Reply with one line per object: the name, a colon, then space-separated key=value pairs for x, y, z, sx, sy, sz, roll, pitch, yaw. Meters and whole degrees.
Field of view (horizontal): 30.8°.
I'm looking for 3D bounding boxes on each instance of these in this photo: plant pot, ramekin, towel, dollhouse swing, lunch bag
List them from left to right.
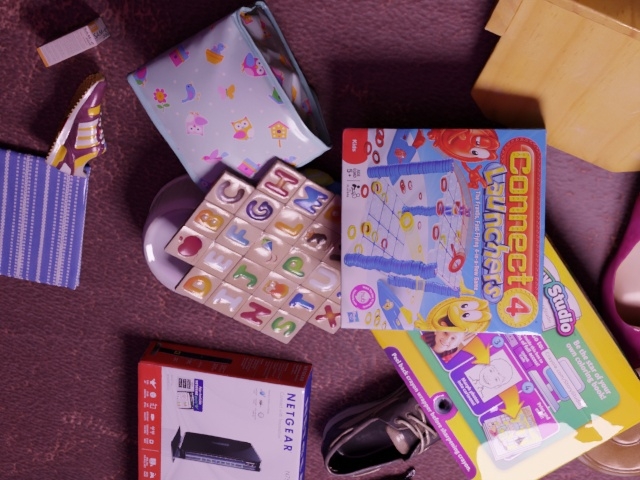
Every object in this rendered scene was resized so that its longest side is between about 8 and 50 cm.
towel: x=-0.571 y=-0.055 z=2.024 sx=0.336 sy=0.040 sz=0.243 roll=12 pitch=115 yaw=3
ramekin: x=-0.198 y=-0.003 z=1.927 sx=0.207 sy=0.109 sz=0.207 roll=4 pitch=115 yaw=9
lunch bag: x=-0.129 y=-0.203 z=1.792 sx=0.223 sy=0.160 sz=0.262 roll=-27 pitch=101 yaw=19
dollhouse swing: x=0.425 y=-0.319 z=1.683 sx=0.346 sy=0.305 sz=0.315 roll=23 pitch=76 yaw=1
plant pot: x=0.519 y=0.311 z=1.975 sx=0.236 sy=0.032 sz=0.236 roll=5 pitch=115 yaw=10

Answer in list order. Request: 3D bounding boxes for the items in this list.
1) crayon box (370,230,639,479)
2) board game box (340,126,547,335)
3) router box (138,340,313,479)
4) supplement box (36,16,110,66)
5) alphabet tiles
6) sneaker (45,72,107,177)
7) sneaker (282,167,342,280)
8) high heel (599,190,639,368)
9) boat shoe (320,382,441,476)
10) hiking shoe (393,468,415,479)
crayon box: x=0.300 y=0.186 z=1.848 sx=0.313 sy=0.106 sz=0.363 roll=-33 pitch=92 yaw=10
board game box: x=0.185 y=-0.017 z=1.747 sx=0.301 sy=0.086 sz=0.308 roll=1 pitch=94 yaw=11
router box: x=-0.176 y=0.362 z=2.108 sx=0.301 sy=0.082 sz=0.336 roll=7 pitch=116 yaw=8
supplement box: x=-0.392 y=-0.315 z=1.845 sx=0.098 sy=0.062 sz=0.036 roll=-19 pitch=109 yaw=20
alphabet tiles: x=-0.062 y=0.027 z=1.857 sx=0.342 sy=0.011 sz=0.285 roll=28 pitch=116 yaw=-27
sneaker: x=-0.379 y=-0.188 z=1.907 sx=0.084 sy=0.070 sz=0.185 roll=25 pitch=118 yaw=-21
sneaker: x=0.000 y=0.000 z=1.901 sx=0.126 sy=0.091 sz=0.240 roll=11 pitch=124 yaw=-3
high heel: x=0.501 y=0.063 z=1.777 sx=0.127 sy=0.181 sz=0.377 roll=4 pitch=115 yaw=10
boat shoe: x=0.155 y=0.321 z=1.996 sx=0.355 sy=0.130 sz=0.132 roll=-32 pitch=105 yaw=23
hiking shoe: x=0.183 y=0.531 z=2.103 sx=0.114 sy=0.086 sz=0.227 roll=-29 pitch=95 yaw=11
